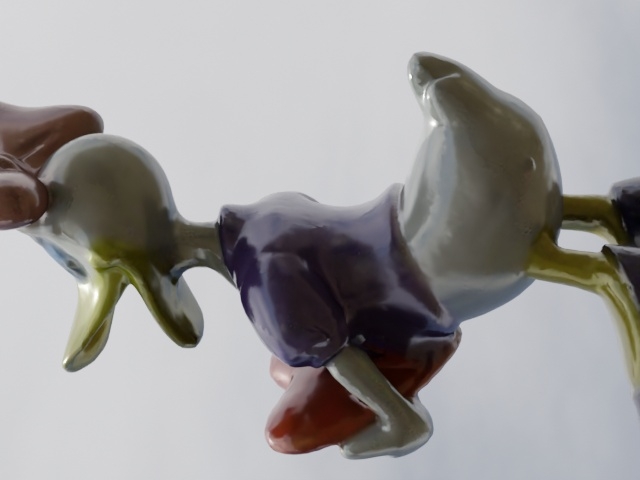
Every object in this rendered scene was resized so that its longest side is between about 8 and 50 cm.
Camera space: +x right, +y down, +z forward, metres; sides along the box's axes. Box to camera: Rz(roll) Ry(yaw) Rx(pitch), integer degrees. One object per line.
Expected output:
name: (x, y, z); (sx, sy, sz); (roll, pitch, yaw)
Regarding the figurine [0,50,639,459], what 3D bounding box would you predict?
figurine: (0.005, 0.004, 0.952); (0.421, 0.154, 0.193); (-1, -65, 6)
